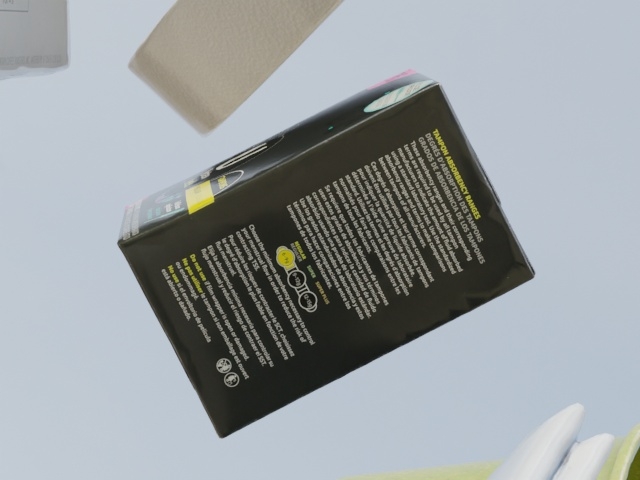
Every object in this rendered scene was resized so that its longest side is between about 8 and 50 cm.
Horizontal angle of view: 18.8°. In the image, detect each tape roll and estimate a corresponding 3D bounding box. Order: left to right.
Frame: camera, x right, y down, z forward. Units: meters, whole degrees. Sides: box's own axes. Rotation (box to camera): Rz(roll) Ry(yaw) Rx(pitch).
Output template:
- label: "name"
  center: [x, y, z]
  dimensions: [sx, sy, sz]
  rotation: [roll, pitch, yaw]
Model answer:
- label: "tape roll"
  center: [0.036, -0.225, 1.189]
  dimensions: [0.072, 0.392, 0.392]
  rotation: [43, -37, -5]

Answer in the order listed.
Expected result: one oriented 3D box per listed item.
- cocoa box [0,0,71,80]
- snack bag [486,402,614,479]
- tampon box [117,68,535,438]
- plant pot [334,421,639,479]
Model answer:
- label: "cocoa box"
  center: [-0.314, -0.198, 0.961]
  dimensions: [0.347, 0.231, 0.227]
  rotation: [2, -83, 4]
- label: "snack bag"
  center: [-0.030, 0.242, 0.760]
  dimensions: [0.037, 0.323, 0.342]
  rotation: [40, -60, 4]
- label: "tampon box"
  center: [0.000, 0.000, 0.905]
  dimensions: [0.101, 0.161, 0.120]
  rotation: [63, 0, -9]
- label: "plant pot"
  center: [0.129, 0.270, 1.448]
  dimensions: [0.254, 0.276, 0.276]
  rotation: [-2, -51, 24]
